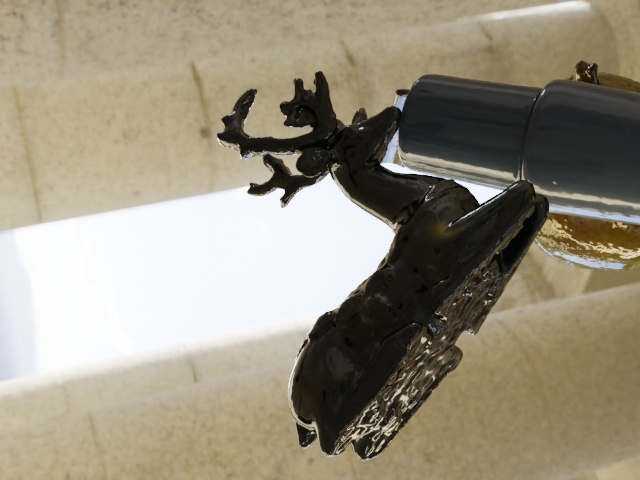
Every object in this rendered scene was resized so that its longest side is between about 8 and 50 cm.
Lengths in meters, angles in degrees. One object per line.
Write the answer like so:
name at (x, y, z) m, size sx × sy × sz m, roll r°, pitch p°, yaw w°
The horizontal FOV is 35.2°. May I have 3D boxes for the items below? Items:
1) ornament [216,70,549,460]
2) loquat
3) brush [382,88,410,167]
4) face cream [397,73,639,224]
ornament at (0.000, 0.000, 0.639) m, size 0.236 × 0.202 × 0.080 m, roll 40°, pitch 4°, yaw 37°
loquat at (0.289, -0.086, 1.057) m, size 0.213 × 0.213 × 0.246 m, roll 59°, pitch -3°, yaw 48°
brush at (0.105, -0.149, 1.306) m, size 0.248 × 0.043 × 0.036 m, roll 93°, pitch 5°, yaw -76°
face cream at (0.235, -0.043, 0.623) m, size 0.385 × 0.135 × 0.086 m, roll 13°, pitch -82°, yaw 25°
